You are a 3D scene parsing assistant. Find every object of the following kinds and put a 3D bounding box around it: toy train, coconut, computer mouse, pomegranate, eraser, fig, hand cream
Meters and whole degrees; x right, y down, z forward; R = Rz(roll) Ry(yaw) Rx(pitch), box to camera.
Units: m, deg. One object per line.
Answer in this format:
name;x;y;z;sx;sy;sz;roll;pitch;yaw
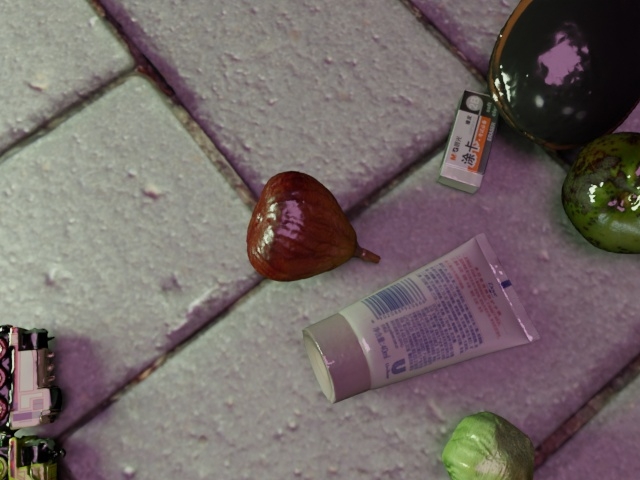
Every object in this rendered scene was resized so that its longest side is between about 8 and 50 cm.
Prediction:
toy train;-0.310;0.209;0.542;0.084;0.053;0.250;-8;74;-10
coconut;0.165;0.220;0.517;0.087;0.088;0.096;25;71;7
computer mouse;0.318;-0.252;0.616;0.182;0.116;0.324;32;73;-5
pomegranate;0.348;-0.063;0.569;0.163;0.126;0.138;-42;71;-10
eraser;0.182;-0.121;0.636;0.052;0.029;0.122;18;75;6
fig;-0.012;0.003;0.566;0.153;0.119;0.119;39;78;-1
hand cream;0.106;0.085;0.565;0.247;0.083;0.133;-17;76;-15
